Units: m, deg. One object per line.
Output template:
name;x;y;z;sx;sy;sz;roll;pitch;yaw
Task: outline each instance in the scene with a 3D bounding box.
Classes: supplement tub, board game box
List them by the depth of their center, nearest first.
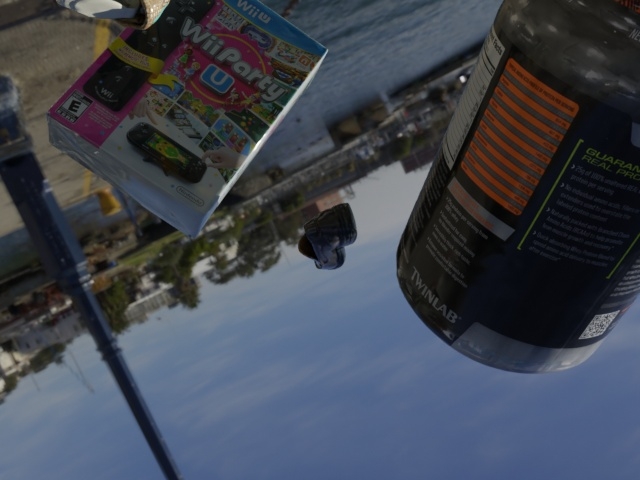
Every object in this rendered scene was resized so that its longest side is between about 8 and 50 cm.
supplement tub;0.205;-0.068;0.564;0.207;0.207;0.338;-29;149;-43
board game box;-0.165;-0.189;0.908;0.303;0.224;0.097;-58;-176;-26

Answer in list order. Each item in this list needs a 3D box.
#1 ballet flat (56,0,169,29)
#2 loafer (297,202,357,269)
ballet flat;-0.226;-0.232;0.581;0.206;0.067;0.073;14;151;-22
loafer;0.000;0.000;0.885;0.061;0.062;0.170;-13;160;-11
